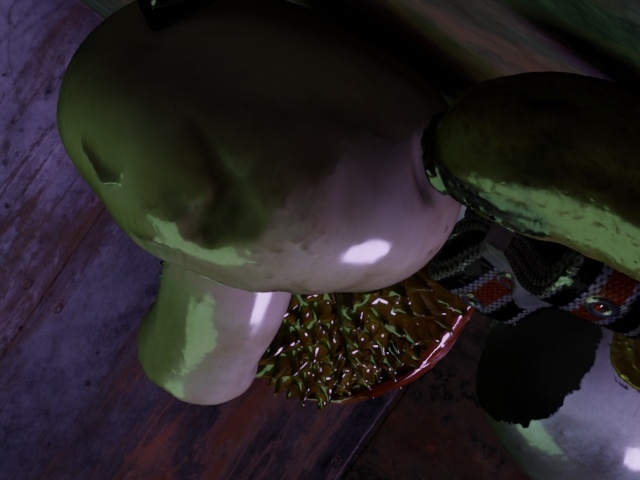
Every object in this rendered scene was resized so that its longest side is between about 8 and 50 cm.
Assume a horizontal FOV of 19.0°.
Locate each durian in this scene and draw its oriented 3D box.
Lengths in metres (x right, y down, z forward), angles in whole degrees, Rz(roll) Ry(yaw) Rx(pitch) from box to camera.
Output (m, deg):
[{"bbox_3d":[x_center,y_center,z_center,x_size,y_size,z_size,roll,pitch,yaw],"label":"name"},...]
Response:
[{"bbox_3d":[0.004,0.003,1.905,0.347,0.347,0.384,34,150,22],"label":"durian"}]

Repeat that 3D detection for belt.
[{"bbox_3d":[0.179,0.011,1.463,0.094,0.126,0.359,33,178,-10],"label":"belt"}]

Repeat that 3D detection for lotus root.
[{"bbox_3d":[0.177,-0.022,1.020,0.258,0.097,0.110,27,-176,14],"label":"lotus root"}]

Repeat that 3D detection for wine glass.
[{"bbox_3d":[0.332,0.194,2.115,0.323,0.238,0.238,39,177,-35],"label":"wine glass"}]

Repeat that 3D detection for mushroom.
[{"bbox_3d":[-0.042,-0.063,1.473,0.315,0.315,0.356,35,166,11],"label":"mushroom"}]

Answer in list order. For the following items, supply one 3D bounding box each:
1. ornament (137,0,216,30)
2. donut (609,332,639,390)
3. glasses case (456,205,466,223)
[{"bbox_3d":[-0.122,-0.242,1.284,0.081,0.088,0.203,63,-178,34],"label":"ornament"},{"bbox_3d":[0.375,0.130,1.667,0.259,0.101,0.152,30,-177,19],"label":"donut"},{"bbox_3d":[0.118,-0.059,1.697,0.233,0.059,0.092,34,166,-22],"label":"glasses case"}]
